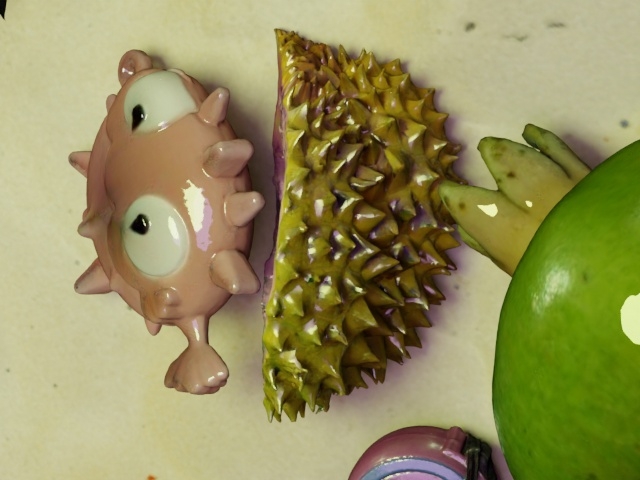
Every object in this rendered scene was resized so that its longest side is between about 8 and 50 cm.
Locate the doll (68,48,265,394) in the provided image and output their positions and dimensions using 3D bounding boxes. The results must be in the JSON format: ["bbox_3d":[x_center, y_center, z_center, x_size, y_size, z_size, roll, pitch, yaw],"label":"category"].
[{"bbox_3d":[-0.109,-0.016,1.333,0.211,0.093,0.262,-18,76,48],"label":"doll"}]

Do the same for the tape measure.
[{"bbox_3d":[0.077,0.198,1.340,0.118,0.074,0.125,-7,102,13],"label":"tape measure"}]

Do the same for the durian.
[{"bbox_3d":[0.010,0.004,1.290,0.154,0.186,0.260,5,114,23],"label":"durian"}]

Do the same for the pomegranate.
[{"bbox_3d":[0.195,0.065,1.164,0.358,0.216,0.309,41,141,31],"label":"pomegranate"}]

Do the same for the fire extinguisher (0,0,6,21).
[{"bbox_3d":[-0.123,-0.238,1.298,0.344,0.138,0.102,-20,131,19],"label":"fire extinguisher"}]
